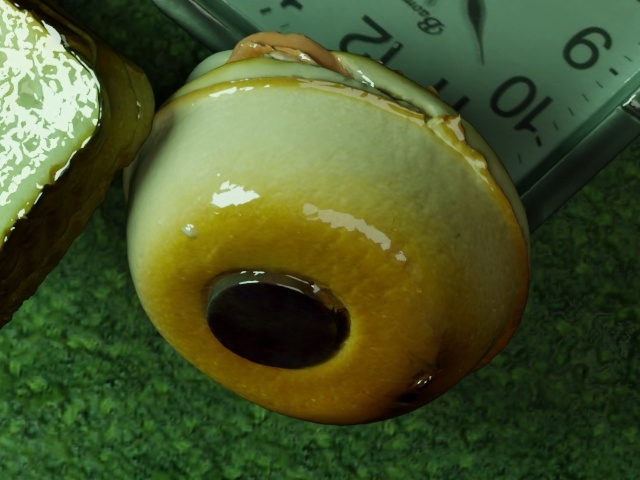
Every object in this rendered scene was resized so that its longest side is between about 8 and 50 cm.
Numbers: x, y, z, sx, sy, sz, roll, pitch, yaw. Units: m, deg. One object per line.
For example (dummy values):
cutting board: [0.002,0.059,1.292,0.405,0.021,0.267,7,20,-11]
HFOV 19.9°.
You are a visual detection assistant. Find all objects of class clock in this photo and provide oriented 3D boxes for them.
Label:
clock: [0.082,-0.156,0.972,0.273,0.049,0.279,38,122,-13]

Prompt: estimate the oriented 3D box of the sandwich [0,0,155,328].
sandwich: [-0.207,-0.071,0.940,0.215,0.065,0.186,42,100,19]

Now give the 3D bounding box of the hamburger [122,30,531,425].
hamburger: [0.003,-0.001,0.968,0.237,0.147,0.237,13,137,12]
